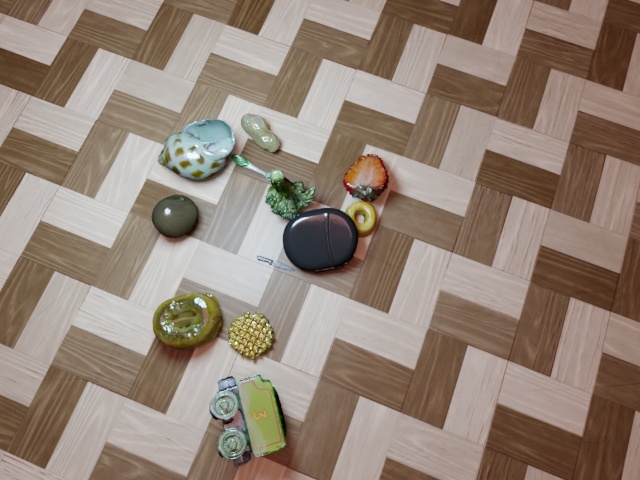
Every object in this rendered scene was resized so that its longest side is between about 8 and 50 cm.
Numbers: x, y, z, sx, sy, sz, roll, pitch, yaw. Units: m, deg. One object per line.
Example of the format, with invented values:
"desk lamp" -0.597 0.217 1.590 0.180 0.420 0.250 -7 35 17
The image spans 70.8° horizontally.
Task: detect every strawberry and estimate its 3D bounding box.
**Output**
"strawberry" 0.198 -0.252 1.898 0.189 0.111 0.237 7 52 12

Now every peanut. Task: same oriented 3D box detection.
"peanut" -0.258 -0.466 1.950 0.098 0.090 0.214 -37 81 -19

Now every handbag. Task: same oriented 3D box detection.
"handbag" 0.000 0.000 1.801 0.307 0.093 0.254 -10 92 3

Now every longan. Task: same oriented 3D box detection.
"longan" -0.586 -0.098 1.817 0.189 0.189 0.190 0 76 0

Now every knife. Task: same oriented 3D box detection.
"knife" -0.184 0.096 1.849 0.170 0.010 0.023 19 76 3

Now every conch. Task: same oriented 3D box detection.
"conch" -0.522 -0.372 1.870 0.367 0.197 0.250 6 72 3

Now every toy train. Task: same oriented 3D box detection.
"toy train" -0.262 0.637 1.636 0.248 0.173 0.308 -14 76 -10

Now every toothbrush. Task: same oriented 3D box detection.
"toothbrush" -0.355 -0.349 1.951 0.417 0.040 0.042 29 84 11

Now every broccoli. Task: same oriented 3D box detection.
"broccoli" -0.115 -0.187 1.787 0.198 0.275 0.177 16 74 -7

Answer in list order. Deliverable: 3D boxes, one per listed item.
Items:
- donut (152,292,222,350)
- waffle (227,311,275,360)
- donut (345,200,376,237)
"donut" -0.511 0.312 1.735 0.261 0.128 0.209 -20 77 -3
"waffle" -0.271 0.368 1.766 0.190 0.038 0.191 0 76 0
"donut" 0.168 -0.092 1.874 0.151 0.058 0.152 0 74 0
